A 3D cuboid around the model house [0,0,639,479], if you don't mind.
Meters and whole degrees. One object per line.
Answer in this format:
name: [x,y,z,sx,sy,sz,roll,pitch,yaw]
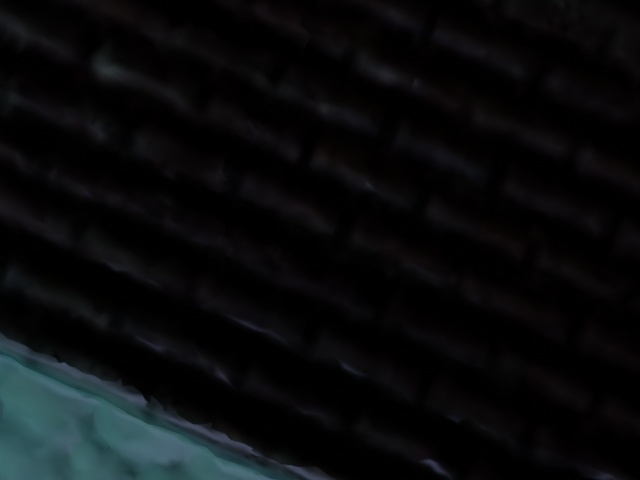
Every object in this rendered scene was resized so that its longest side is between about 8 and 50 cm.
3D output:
model house: [-0.020,-0.024,0.546,0.281,0.248,0.230,24,-162,-2]
